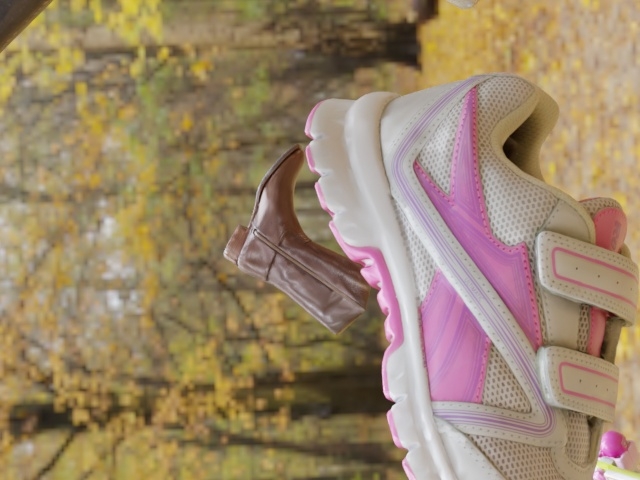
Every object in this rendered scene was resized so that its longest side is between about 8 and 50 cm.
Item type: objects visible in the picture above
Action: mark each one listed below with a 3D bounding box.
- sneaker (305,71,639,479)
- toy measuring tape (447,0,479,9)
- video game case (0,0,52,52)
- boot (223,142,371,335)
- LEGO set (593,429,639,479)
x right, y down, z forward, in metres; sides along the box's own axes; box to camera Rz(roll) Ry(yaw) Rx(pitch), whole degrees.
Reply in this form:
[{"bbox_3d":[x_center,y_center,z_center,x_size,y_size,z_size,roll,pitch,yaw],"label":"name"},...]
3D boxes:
[{"bbox_3d":[0.084,0.033,0.616,0.103,0.111,0.252,17,-129,-67],"label":"sneaker"},{"bbox_3d":[0.092,-0.279,1.015,0.330,0.121,0.121,-97,4,-54],"label":"toy measuring tape"},{"bbox_3d":[-0.132,-0.102,0.478,0.035,0.275,0.248,40,-158,-28],"label":"video game case"},{"bbox_3d":[0.000,0.000,1.075,0.106,0.114,0.037,-61,-15,12],"label":"boot"},{"bbox_3d":[0.289,0.165,0.980,0.107,0.287,0.132,57,-138,-26],"label":"LEGO set"}]
